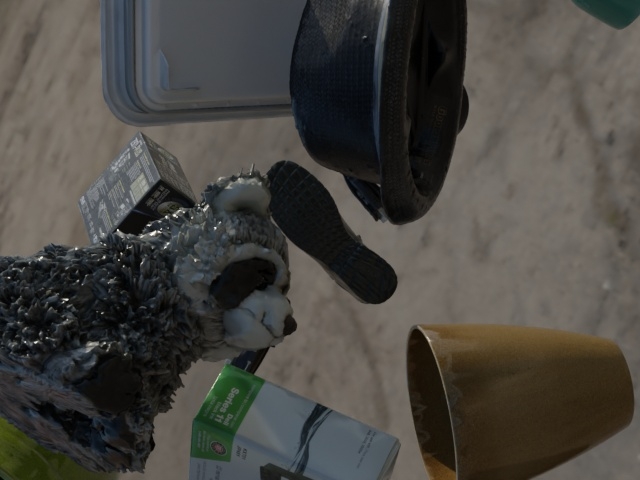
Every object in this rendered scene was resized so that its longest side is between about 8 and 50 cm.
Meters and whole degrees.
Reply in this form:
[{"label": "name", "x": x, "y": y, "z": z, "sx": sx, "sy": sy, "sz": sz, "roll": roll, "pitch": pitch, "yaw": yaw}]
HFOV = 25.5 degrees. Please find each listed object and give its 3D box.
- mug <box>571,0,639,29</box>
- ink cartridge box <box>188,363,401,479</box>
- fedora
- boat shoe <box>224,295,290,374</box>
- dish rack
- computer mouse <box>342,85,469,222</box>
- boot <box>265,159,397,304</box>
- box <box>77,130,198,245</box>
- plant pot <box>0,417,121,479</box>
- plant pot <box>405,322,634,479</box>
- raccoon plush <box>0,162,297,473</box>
[{"label": "mug", "x": 0.382, "y": -0.363, "z": 1.841, "sx": 0.129, "sy": 0.097, "sz": 0.157, "roll": -51, "pitch": 16, "yaw": 48}, {"label": "ink cartridge box", "x": -0.032, "y": 0.243, "z": 1.536, "sx": 0.153, "sy": 0.208, "sz": 0.087, "roll": 99, "pitch": -163, "yaw": -50}, {"label": "fedora", "x": 0.057, "y": -0.187, "z": 1.553, "sx": 0.334, "sy": 0.153, "sz": 0.334, "roll": 7, "pitch": -90, "yaw": -71}, {"label": "boat shoe", "x": -0.073, "y": 0.127, "z": 1.821, "sx": 0.125, "sy": 0.038, "sz": 0.046, "roll": -52, "pitch": -21, "yaw": 5}, {"label": "dish rack", "x": -0.095, "y": -0.278, "z": 1.642, "sx": 0.072, "sy": 0.333, "sz": 0.285, "roll": 13, "pitch": 106, "yaw": 50}, {"label": "computer mouse", "x": 0.107, "y": -0.154, "z": 2.105, "sx": 0.272, "sy": 0.188, "sz": 0.072, "roll": -38, "pitch": -4, "yaw": 39}, {"label": "boot", "x": 0.000, "y": 0.000, "z": 1.957, "sx": 0.083, "sy": 0.246, "sz": 0.161, "roll": -43, "pitch": 5, "yaw": -8}, {"label": "box", "x": -0.264, "y": -0.052, "z": 2.032, "sx": 0.147, "sy": 0.077, "sz": 0.180, "roll": -48, "pitch": 30, "yaw": 9}, {"label": "plant pot", "x": -0.425, "y": 0.311, "z": 1.908, "sx": 0.366, "sy": 0.366, "sz": 0.353, "roll": -56, "pitch": 1, "yaw": 32}, {"label": "plant pot", "x": 0.260, "y": 0.203, "z": 1.811, "sx": 0.237, "sy": 0.254, "sz": 0.237, "roll": 171, "pitch": 90, "yaw": -80}, {"label": "raccoon plush", "x": -0.240, "y": 0.013, "z": 1.360, "sx": 0.299, "sy": 0.446, "sz": 0.216, "roll": -59, "pitch": 0, "yaw": -29}]
